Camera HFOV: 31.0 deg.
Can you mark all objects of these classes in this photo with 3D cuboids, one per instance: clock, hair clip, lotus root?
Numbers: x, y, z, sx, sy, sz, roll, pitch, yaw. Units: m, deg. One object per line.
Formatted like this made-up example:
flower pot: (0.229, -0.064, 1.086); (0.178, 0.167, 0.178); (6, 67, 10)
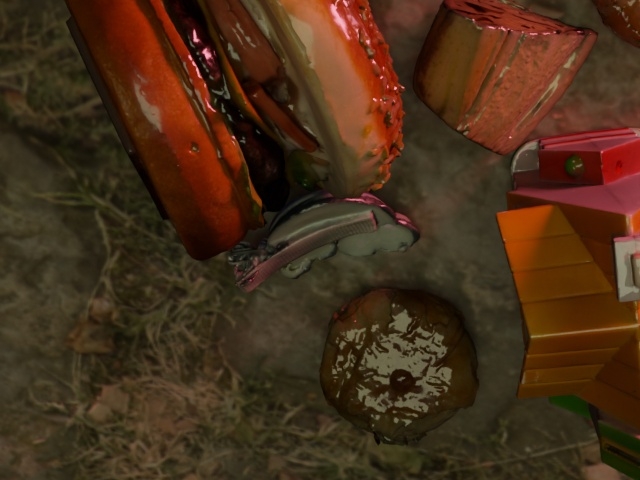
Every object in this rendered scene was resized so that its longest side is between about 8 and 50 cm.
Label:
clock: (0.232, 0.043, 0.930); (0.166, 0.309, 0.235); (-7, 100, 7)
hair clip: (0.000, -0.001, 1.055); (0.172, 0.116, 0.049); (-21, 63, 7)
lotus root: (0.144, -0.157, 1.019); (0.159, 0.095, 0.135); (14, 114, -38)

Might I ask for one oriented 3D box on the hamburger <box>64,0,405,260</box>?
hamburger: (-0.066, -0.136, 0.947); (0.225, 0.291, 0.291); (-28, 97, -7)

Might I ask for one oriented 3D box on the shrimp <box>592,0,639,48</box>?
shrimp: (0.360, -0.286, 0.975); (0.290, 0.054, 0.222); (-16, 100, 18)

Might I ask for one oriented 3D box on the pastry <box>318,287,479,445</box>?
pastry: (0.073, 0.115, 1.082); (0.153, 0.081, 0.153); (1, 93, 12)
